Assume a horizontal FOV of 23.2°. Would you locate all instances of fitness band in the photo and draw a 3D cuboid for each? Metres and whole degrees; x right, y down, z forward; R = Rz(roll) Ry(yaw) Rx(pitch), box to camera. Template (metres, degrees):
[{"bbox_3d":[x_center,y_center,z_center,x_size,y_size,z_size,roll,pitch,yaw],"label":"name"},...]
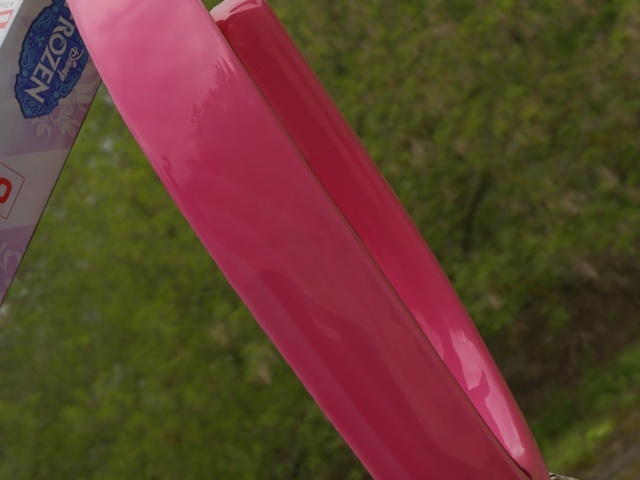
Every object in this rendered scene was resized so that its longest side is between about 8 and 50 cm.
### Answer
[{"bbox_3d":[0.000,0.000,0.611,0.054,0.291,0.209,-32,23,9],"label":"fitness band"}]

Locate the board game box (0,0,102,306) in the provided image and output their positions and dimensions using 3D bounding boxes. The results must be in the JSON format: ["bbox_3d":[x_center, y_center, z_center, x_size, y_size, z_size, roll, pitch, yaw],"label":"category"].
[{"bbox_3d":[-0.274,0.001,0.864,0.319,0.066,0.318,-1,61,47],"label":"board game box"}]

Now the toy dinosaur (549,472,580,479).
[{"bbox_3d":[0.231,0.247,1.150,0.053,0.183,0.092,-26,1,-7],"label":"toy dinosaur"}]
